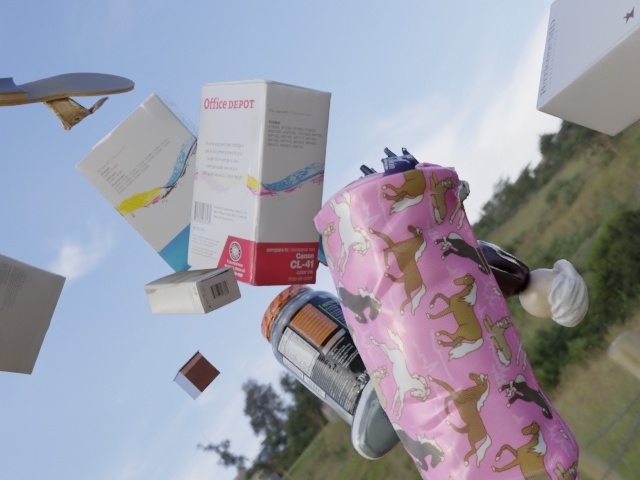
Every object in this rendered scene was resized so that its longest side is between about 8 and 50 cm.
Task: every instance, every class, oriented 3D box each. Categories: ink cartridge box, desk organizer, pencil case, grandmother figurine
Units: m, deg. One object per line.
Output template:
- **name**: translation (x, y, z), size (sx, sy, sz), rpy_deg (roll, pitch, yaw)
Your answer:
- **ink cartridge box**: translation (-0.103, -0.093, 1.295), size (0.131, 0.226, 0.307), rpy_deg (3, -83, -35)
- **desk organizer**: translation (-0.200, 0.218, 1.295), size (0.047, 0.050, 0.130), rpy_deg (-46, -1, -21)
- **pencil case**: translation (0.132, 0.104, 0.865), size (0.160, 0.386, 0.167), rpy_deg (-12, -14, -42)
- **ink cartridge box**: translation (-0.275, -0.111, 1.500), size (0.197, 0.270, 0.198), rpy_deg (-42, 10, 3)
- **grandmother figurine**: translation (0.216, 0.033, 1.154), size (0.208, 0.342, 0.104), rpy_deg (-53, -17, -65)

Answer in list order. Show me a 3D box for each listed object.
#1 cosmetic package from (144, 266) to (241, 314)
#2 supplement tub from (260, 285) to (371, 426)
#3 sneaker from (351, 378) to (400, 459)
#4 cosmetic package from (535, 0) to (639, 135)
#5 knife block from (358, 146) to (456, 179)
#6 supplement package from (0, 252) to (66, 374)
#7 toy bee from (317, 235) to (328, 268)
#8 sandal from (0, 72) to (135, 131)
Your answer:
- **cosmetic package**: translation (-0.156, 0.061, 0.977), size (0.115, 0.041, 0.060), rpy_deg (-6, 13, 45)
- **supplement tub**: translation (0.031, 0.235, 1.707), size (0.193, 0.316, 0.194), rpy_deg (-32, -38, -30)
- **sneaker**: translation (0.177, 0.255, 1.382), size (0.296, 0.123, 0.178), rpy_deg (-55, 12, -14)
- **cosmetic package**: translation (0.520, -0.363, 1.233), size (0.453, 0.161, 0.230), rpy_deg (132, 152, -69)
- **knife block**: translation (0.194, -0.091, 1.867), size (0.088, 0.241, 0.276), rpy_deg (68, -156, -54)
- **supplement package**: translation (-0.631, 0.109, 1.434), size (0.263, 0.197, 0.200), rpy_deg (46, -120, -72)
- **toy bee**: translation (0.000, 0.000, 1.554), size (0.298, 0.195, 0.162), rpy_deg (58, -142, -36)
- **sandal**: translation (-0.408, -0.208, 1.249), size (0.239, 0.088, 0.079), rpy_deg (-10, -56, -33)
